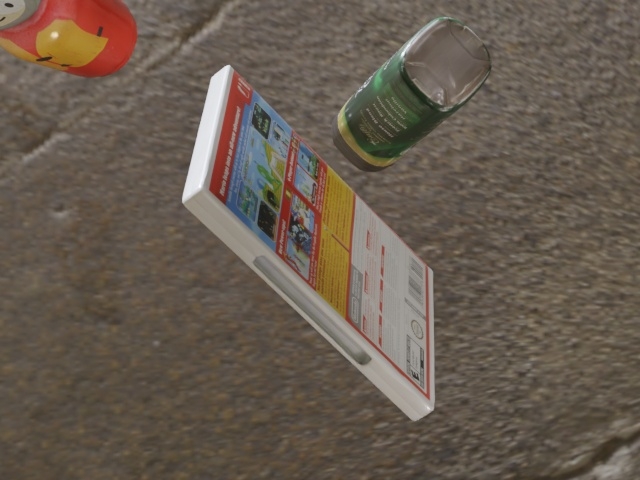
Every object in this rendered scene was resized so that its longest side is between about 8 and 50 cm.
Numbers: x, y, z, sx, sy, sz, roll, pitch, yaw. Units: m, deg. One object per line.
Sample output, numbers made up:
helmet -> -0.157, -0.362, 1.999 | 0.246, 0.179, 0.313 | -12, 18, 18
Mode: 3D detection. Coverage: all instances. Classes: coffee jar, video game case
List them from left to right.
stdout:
video game case -> 0.000, 0.000, 1.274 | 0.025, 0.204, 0.285 | -34, 116, 24
coffee jar -> 0.082, -0.135, 1.430 | 0.079, 0.184, 0.096 | 45, 61, -3

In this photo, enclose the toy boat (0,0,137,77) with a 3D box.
toy boat -> -0.073, -0.222, 0.721 | 0.267, 0.148, 0.318 | 36, 96, 26
